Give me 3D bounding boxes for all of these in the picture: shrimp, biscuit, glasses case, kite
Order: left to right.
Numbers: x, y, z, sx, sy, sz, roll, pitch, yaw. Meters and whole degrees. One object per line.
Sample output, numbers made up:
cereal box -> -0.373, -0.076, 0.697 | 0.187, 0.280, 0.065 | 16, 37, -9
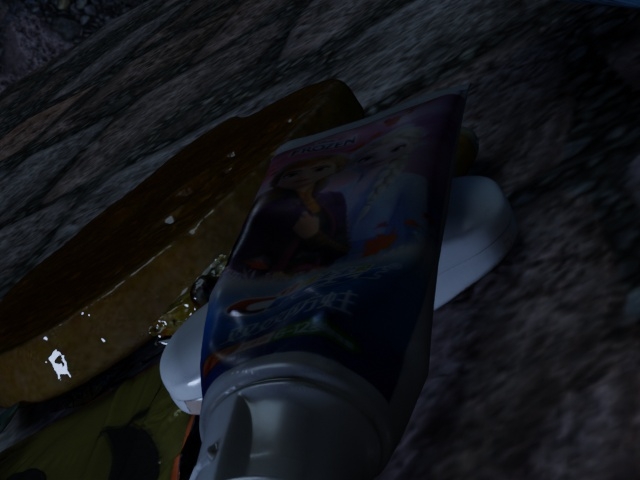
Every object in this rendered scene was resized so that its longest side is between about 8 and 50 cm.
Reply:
kite -> -0.178, 0.156, 0.653 | 0.377, 0.013, 0.327 | -43, 18, -25
kite -> -0.116, 0.079, 0.774 | 0.044, 0.002, 0.078 | -40, 18, -24
biscuit -> -0.095, 0.004, 0.861 | 0.273, 0.049, 0.257 | -42, 15, -29
shrimp -> 0.000, 0.000, 0.707 | 0.190, 0.042, 0.101 | -33, 3, -20
glasses case -> 0.006, 0.022, 0.620 | 0.164, 0.041, 0.063 | -29, 21, 7

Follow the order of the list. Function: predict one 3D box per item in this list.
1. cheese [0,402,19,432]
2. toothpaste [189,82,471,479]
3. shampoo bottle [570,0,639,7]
cheese -> -0.207, 0.121, 0.755 | 0.120, 0.026, 0.067 | -28, 15, 25
toothpaste -> 0.003, 0.016, 0.550 | 0.096, 0.061, 0.266 | -16, 30, 20
shampoo bottle -> 0.151, -0.273, 0.687 | 0.331, 0.331, 0.342 | -35, 14, -4
